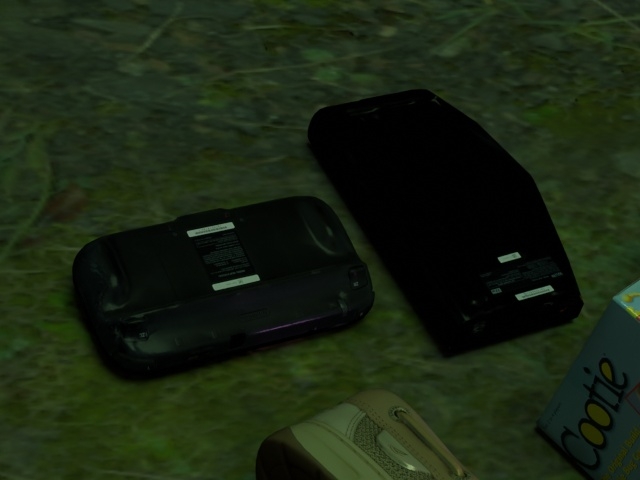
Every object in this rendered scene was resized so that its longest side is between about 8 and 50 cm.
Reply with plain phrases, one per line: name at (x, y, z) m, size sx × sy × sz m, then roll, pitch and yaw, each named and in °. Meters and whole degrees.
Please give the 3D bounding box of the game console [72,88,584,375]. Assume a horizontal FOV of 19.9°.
game console at (0.000, 0.000, 1.260) m, size 0.361 × 0.044 × 0.213 m, roll -12°, pitch 53°, yaw -29°

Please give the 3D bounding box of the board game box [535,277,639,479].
board game box at (0.301, 0.141, 1.165) m, size 0.142 × 0.144 × 0.275 m, roll -30°, pitch 65°, yaw -38°

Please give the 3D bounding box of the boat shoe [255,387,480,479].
boat shoe at (0.110, 0.211, 1.052) m, size 0.110 × 0.121 × 0.341 m, roll -28°, pitch 62°, yaw -35°
